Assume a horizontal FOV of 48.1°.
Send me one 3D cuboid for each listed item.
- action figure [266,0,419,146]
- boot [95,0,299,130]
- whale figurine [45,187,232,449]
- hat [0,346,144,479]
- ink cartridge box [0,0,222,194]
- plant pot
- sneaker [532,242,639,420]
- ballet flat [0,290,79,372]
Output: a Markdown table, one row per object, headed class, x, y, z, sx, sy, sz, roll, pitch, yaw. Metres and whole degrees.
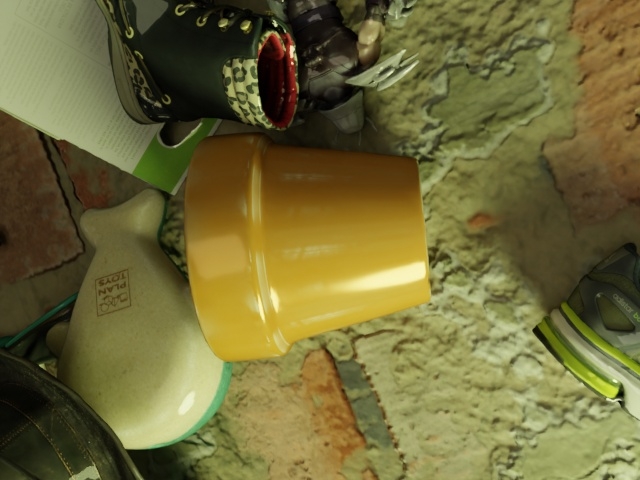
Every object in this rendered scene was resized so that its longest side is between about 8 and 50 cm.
| class | x | y | z | sx | sy | sz | roll | pitch | yaw |
| --- | --- | --- | --- | --- | --- | --- | --- | --- | --- |
| action figure | -0.010 | -0.222 | 0.658 | 0.185 | 0.099 | 0.285 | -20 | 94 | 17 |
| boot | -0.110 | -0.206 | 0.613 | 0.178 | 0.085 | 0.237 | 13 | 125 | 31 |
| whale figurine | -0.186 | 0.085 | 0.774 | 0.216 | 0.141 | 0.272 | -19 | 68 | 11 |
| hat | -0.305 | 0.252 | 0.717 | 0.331 | 0.134 | 0.332 | 23 | 136 | 25 |
| ink cartridge box | -0.222 | -0.192 | 0.757 | 0.255 | 0.097 | 0.189 | 29 | 112 | -20 |
| plant pot | 0.000 | 0.000 | 0.643 | 0.187 | 0.205 | 0.205 | -5 | 97 | 7 |
| sneaker | 0.326 | 0.113 | 0.564 | 0.299 | 0.111 | 0.121 | 32 | 105 | 13 |
| ballet flat | -0.364 | 0.152 | 0.867 | 0.280 | 0.095 | 0.096 | -24 | 101 | 24 |
